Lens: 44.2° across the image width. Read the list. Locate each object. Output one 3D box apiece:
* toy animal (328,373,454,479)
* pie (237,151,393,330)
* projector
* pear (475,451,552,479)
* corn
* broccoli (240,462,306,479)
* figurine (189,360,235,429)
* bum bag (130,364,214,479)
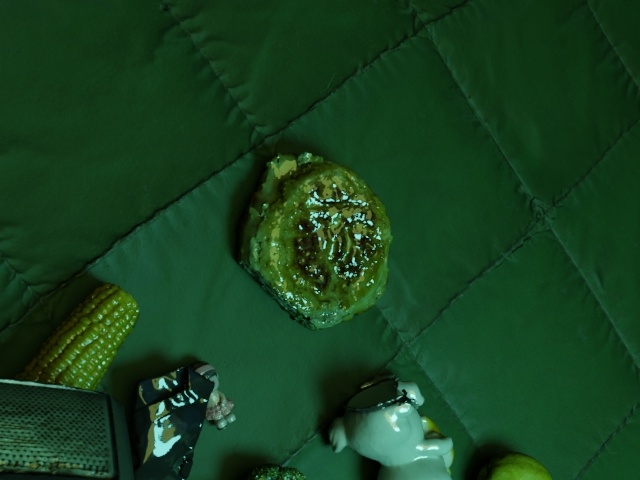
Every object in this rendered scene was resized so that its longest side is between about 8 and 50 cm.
[{"bbox_3d":[0.148,0.424,1.480,0.247,0.183,0.310,-19,96,-23],"label":"toy animal"},{"bbox_3d":[0.000,0.000,1.506,0.355,0.103,0.288,48,71,-15],"label":"pie"},{"bbox_3d":[-0.484,0.393,1.033,0.405,0.242,0.395,12,110,-25],"label":"projector"},{"bbox_3d":[0.395,0.506,1.606,0.162,0.149,0.149,28,71,-18],"label":"pear"},{"bbox_3d":[-0.418,0.223,1.251,0.120,0.120,0.363,39,64,-17],"label":"corn"},{"bbox_3d":[-0.080,0.464,1.381,0.162,0.138,0.146,34,100,-32],"label":"broccoli"},{"bbox_3d":[-0.202,0.274,1.392,0.072,0.054,0.129,-30,104,-13],"label":"figurine"},{"bbox_3d":[-0.272,0.359,1.320,0.137,0.074,0.310,15,85,-27],"label":"bum bag"}]
